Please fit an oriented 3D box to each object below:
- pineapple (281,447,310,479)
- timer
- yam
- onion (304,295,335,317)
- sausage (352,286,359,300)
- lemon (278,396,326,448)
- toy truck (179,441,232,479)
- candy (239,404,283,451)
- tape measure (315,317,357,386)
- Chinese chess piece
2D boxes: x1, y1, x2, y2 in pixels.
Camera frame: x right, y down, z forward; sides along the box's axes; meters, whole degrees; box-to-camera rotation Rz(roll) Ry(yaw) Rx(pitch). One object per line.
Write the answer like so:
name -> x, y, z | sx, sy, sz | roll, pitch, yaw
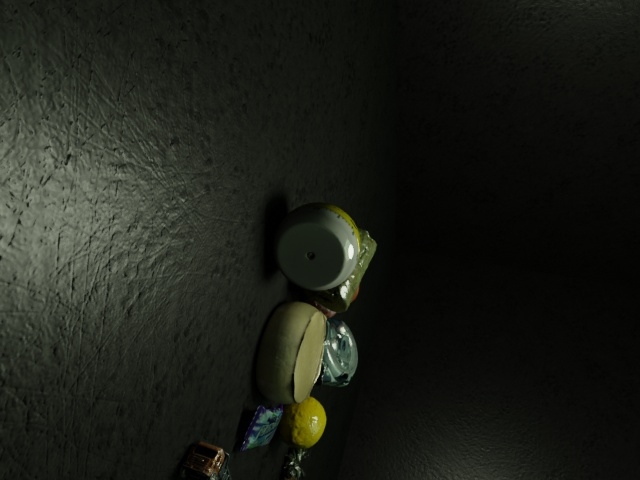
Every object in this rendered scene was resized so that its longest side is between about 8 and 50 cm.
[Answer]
pineapple -> -0.116, 0.962, 1.850 | 0.125, 0.125, 0.251 | 81, 19, -48
timer -> 0.000, 0.000, 1.405 | 0.285, 0.286, 0.284 | 10, 90, -74
yam -> 0.065, 0.104, 1.639 | 0.300, 0.195, 0.195 | -59, 156, -30
onion -> 0.008, 0.235, 1.784 | 0.195, 0.160, 0.159 | 122, -12, -62
sausage -> 0.131, 0.192, 2.203 | 0.133, 0.133, 0.258 | -37, 135, -68
lemon -> -0.069, 0.684, 1.715 | 0.180, 0.181, 0.193 | 83, 0, -46
toy truck -> -0.272, 0.571, 1.104 | 0.092, 0.083, 0.192 | -62, 157, -47
candy -> -0.184, 0.595, 1.458 | 0.275, 0.070, 0.145 | 60, 50, -69
tape measure -> 0.040, 0.439, 1.774 | 0.256, 0.147, 0.274 | 29, 47, -48
Chinese chess piece -> -0.091, 0.374, 1.517 | 0.338, 0.141, 0.337 | 9, 90, -73
